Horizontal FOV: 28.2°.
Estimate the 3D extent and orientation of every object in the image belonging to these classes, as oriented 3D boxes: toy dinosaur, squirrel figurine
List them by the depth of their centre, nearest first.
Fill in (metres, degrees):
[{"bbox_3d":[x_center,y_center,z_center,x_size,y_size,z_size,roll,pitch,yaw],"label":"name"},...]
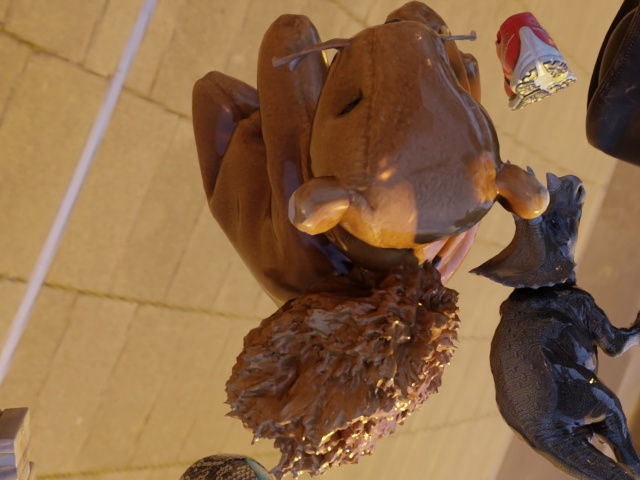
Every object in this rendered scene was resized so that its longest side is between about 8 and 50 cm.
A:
[{"bbox_3d":[0.185,0.107,0.996,0.121,0.160,0.313,-37,-141,48],"label":"toy dinosaur"},{"bbox_3d":[0.051,-0.003,1.052,0.370,0.281,0.396,-178,-91,-78],"label":"squirrel figurine"}]

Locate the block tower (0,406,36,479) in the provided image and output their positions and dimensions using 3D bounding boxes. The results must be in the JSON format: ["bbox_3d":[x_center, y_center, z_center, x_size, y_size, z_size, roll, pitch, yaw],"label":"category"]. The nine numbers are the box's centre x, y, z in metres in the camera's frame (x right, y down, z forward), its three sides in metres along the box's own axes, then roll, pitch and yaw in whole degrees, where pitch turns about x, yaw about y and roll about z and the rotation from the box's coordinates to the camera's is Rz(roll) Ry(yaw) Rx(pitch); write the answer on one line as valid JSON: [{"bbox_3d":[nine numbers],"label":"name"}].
[{"bbox_3d":[-0.364,0.361,1.445,0.097,0.091,0.335,-95,-177,-74],"label":"block tower"}]

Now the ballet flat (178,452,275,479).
[{"bbox_3d":[-0.141,0.461,1.305,0.164,0.182,0.482,18,89,-24],"label":"ballet flat"}]

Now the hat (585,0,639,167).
[{"bbox_3d":[0.321,-0.147,1.187,0.331,0.134,0.331,9,90,-85],"label":"hat"}]

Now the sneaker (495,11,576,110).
[{"bbox_3d":[0.306,-0.270,1.861,0.107,0.118,0.279,-24,172,4],"label":"sneaker"}]
